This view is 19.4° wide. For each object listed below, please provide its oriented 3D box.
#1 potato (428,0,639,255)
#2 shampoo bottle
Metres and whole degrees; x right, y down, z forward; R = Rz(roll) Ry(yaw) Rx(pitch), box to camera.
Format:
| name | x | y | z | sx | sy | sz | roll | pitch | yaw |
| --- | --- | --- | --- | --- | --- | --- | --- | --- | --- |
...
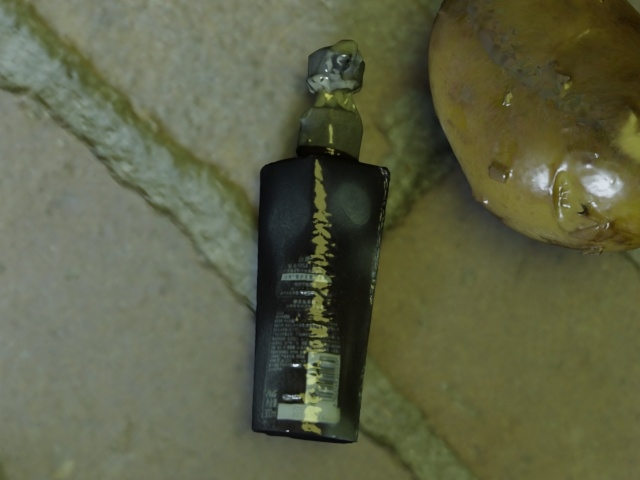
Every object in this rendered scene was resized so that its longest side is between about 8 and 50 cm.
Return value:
| name | x | y | z | sx | sy | sz | roll | pitch | yaw |
| --- | --- | --- | --- | --- | --- | --- | --- | --- | --- |
| potato | 0.134 | -0.069 | 1.000 | 0.137 | 0.137 | 0.176 | -27 | 69 | -19 |
| shampoo bottle | 0.001 | 0.000 | 0.977 | 0.057 | 0.063 | 0.207 | 9 | 78 | -25 |
